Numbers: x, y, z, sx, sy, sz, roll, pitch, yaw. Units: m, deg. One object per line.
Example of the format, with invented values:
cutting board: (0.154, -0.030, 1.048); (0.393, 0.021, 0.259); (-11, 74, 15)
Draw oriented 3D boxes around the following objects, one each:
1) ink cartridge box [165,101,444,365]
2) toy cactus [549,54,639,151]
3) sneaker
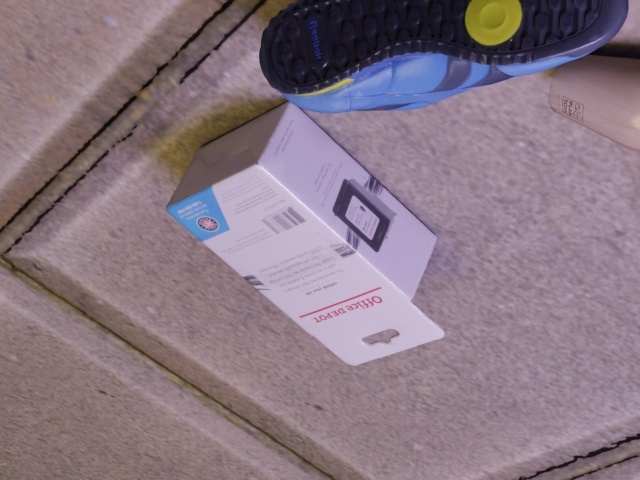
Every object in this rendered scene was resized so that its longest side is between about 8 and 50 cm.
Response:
ink cartridge box: (0.000, 0.000, 1.029); (0.180, 0.060, 0.104); (42, 141, -23)
toy cactus: (0.207, -0.051, 0.818); (0.180, 0.112, 0.219); (19, 155, 25)
sneaker: (0.072, -0.112, 0.850); (0.209, 0.069, 0.082); (-9, 167, 27)
